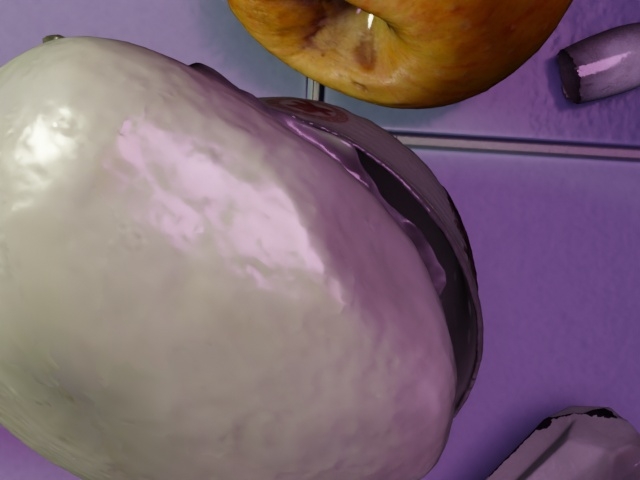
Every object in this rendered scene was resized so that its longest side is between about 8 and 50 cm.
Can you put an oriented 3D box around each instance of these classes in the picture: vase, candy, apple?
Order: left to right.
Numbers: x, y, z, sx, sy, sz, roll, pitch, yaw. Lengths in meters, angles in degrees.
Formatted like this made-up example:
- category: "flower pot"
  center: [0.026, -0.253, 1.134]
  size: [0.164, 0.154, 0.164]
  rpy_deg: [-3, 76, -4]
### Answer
- category: "candy"
  center: [-0.101, 0.062, 1.415]
  size: [0.427, 0.386, 0.186]
  rpy_deg: [23, 42, 7]
- category: "apple"
  center: [0.075, -0.263, 1.528]
  size: [0.299, 0.299, 0.275]
  rpy_deg: [24, 71, -6]
- category: "vase"
  center: [0.133, 0.291, 1.574]
  size: [0.360, 0.165, 0.165]
  rpy_deg: [-37, 92, -4]

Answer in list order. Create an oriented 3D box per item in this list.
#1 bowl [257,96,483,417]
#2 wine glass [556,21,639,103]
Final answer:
- category: "bowl"
  center: [0.000, 0.000, 1.536]
  size: [0.337, 0.337, 0.157]
  rpy_deg: [41, 44, -4]
- category: "wine glass"
  center: [0.305, -0.176, 1.661]
  size: [0.198, 0.066, 0.066]
  rpy_deg: [-19, 90, -7]
